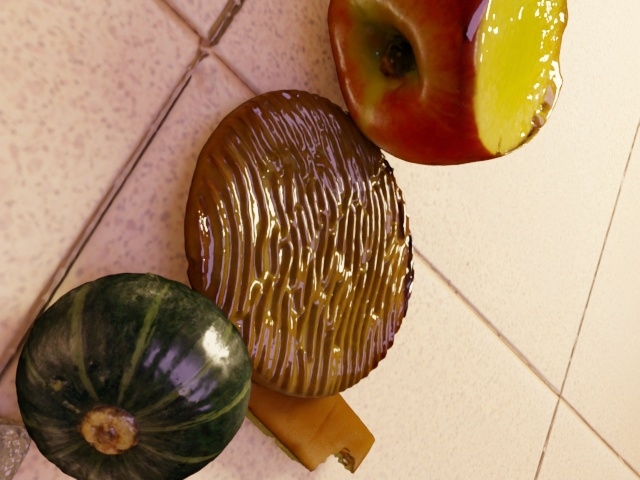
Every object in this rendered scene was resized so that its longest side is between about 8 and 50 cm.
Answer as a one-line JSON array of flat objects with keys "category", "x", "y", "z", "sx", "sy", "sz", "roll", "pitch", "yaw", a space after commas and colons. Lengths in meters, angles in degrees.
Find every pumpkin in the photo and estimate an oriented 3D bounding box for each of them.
[{"category": "pumpkin", "x": -0.135, "y": 0.104, "z": 0.406, "sx": 0.125, "sy": 0.167, "sz": 0.167, "roll": -59, "pitch": 136, "yaw": -62}]

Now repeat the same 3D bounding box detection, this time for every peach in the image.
[{"category": "peach", "x": 0.147, "y": -0.216, "z": 0.581, "sx": 0.275, "sy": 0.245, "sz": 0.248, "roll": -14, "pitch": 143, "yaw": -38}]

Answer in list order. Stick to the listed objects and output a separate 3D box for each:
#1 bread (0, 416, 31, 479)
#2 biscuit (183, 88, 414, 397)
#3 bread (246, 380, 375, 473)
[{"category": "bread", "x": -0.251, "y": 0.154, "z": 0.376, "sx": 0.083, "sy": 0.035, "sz": 0.070, "roll": 35, "pitch": 69, "yaw": -37}, {"category": "biscuit", "x": 0.000, "y": 0.000, "z": 0.559, "sx": 0.318, "sy": 0.040, "sz": 0.317, "roll": 11, "pitch": 75, "yaw": -45}, {"category": "bread", "x": -0.020, "y": 0.186, "z": 0.587, "sx": 0.088, "sy": 0.049, "sz": 0.226, "roll": -53, "pitch": 126, "yaw": -29}]
